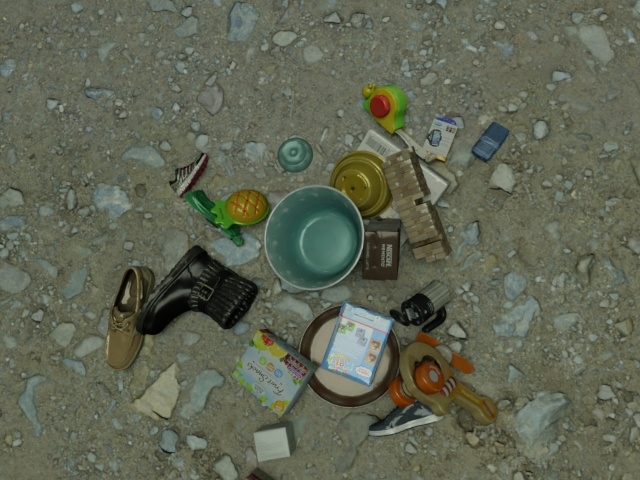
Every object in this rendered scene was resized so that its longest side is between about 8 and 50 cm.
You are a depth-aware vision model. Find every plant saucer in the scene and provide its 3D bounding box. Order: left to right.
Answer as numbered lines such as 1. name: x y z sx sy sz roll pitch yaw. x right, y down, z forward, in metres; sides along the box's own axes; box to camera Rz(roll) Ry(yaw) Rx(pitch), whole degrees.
1. plant saucer: -0.085 -0.282 1.886 0.119 0.021 0.119 -1 82 9
2. plant saucer: 0.088 0.350 1.760 0.311 0.050 0.310 -1 82 7

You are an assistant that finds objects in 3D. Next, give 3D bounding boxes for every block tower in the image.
1. block tower: 0.281 -0.103 1.700 0.091 0.097 0.335 -20 92 26

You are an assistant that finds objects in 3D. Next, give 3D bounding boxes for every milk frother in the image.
1. milk frother: 0.296 0.195 1.733 0.135 0.129 0.143 -29 33 -32

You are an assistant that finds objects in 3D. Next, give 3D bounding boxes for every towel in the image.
1. towel: 0.529 -0.307 1.796 0.067 0.029 0.119 37 90 11

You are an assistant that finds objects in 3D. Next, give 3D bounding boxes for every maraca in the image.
1. maraca: -0.254 -0.100 1.834 0.186 0.099 0.127 -18 66 -18

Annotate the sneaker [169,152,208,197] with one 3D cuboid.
1. sneaker: -0.441 -0.228 1.910 0.075 0.063 0.170 36 93 5

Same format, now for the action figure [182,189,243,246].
1. action figure: -0.336 -0.067 1.858 0.232 0.137 0.063 43 113 3

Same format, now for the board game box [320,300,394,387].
1. board game box: 0.109 0.307 1.719 0.160 0.039 0.211 20 85 11

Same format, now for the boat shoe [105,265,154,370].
1. boat shoe: -0.632 0.246 1.848 0.122 0.110 0.341 9 83 9

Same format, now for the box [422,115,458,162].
1. box: 0.378 -0.322 1.822 0.081 0.028 0.136 22 83 11

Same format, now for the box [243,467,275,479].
1. box: -0.147 0.808 1.692 0.232 0.127 0.148 30 87 11

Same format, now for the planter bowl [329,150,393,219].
1. planter bowl: 0.111 -0.163 1.763 0.217 0.090 0.217 6 104 24

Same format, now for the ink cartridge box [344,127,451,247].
1. ink cartridge box: 0.211 -0.161 1.805 0.296 0.066 0.261 39 114 12

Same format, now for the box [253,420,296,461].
1. box: -0.136 0.602 1.731 0.101 0.102 0.087 -12 83 7

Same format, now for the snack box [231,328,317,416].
1. snack box: -0.142 0.398 1.750 0.207 0.070 0.174 35 99 22

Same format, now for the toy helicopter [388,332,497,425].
1. toy helicopter: 0.368 0.406 1.646 0.355 0.235 0.140 35 132 -15

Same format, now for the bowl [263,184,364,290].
1. bowl: 0.000 0.000 1.751 0.312 0.163 0.311 -2 82 17

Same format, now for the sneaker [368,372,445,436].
1. sneaker: 0.231 0.477 1.701 0.226 0.086 0.163 -19 82 4

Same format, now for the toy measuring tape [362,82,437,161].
1. toy measuring tape: 0.253 -0.387 1.792 0.121 0.121 0.330 -44 72 1

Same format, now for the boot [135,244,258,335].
1. boot: -0.389 0.212 1.807 0.260 0.131 0.348 37 88 11

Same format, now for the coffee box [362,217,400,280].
1. coffee box: 0.181 0.021 1.676 0.098 0.246 0.141 2 102 9
